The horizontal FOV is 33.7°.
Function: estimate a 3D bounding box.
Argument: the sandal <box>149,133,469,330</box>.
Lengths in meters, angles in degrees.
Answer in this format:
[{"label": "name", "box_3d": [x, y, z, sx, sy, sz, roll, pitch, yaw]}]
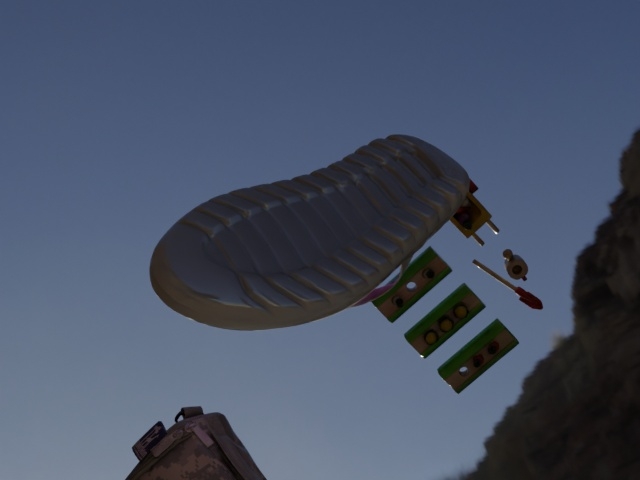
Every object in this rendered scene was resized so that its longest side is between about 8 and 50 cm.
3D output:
[{"label": "sandal", "box_3d": [0.011, 0.009, 1.062, 0.416, 0.169, 0.102, -25, -36, -41]}]

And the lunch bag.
[{"label": "lunch bag", "box_3d": [-0.122, 0.382, 1.258, 0.213, 0.305, 0.256, -7, -41, -57]}]

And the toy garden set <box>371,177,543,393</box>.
[{"label": "toy garden set", "box_3d": [0.177, 0.055, 1.368, 0.204, 0.049, 0.244, -42, -80, 9]}]
